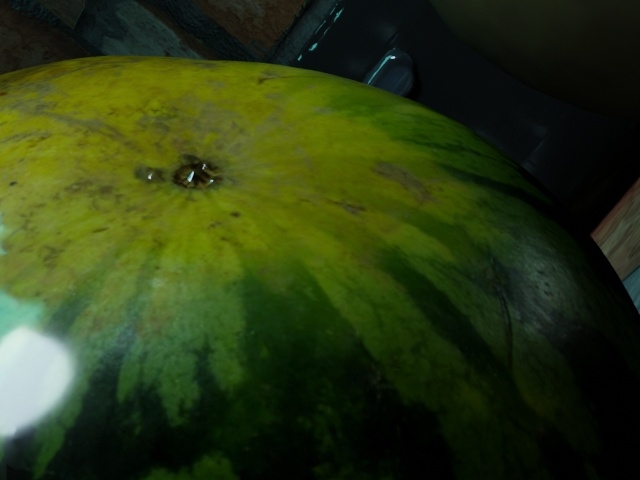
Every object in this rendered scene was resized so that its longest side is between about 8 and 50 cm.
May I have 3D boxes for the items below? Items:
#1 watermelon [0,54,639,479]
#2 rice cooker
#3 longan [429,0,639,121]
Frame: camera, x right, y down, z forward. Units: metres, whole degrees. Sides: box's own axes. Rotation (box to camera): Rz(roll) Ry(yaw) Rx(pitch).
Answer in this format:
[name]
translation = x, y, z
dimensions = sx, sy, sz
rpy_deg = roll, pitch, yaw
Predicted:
[watermelon]
translation = -0.035, 0.077, 0.503
dimensions = 0.269, 0.269, 0.269
rpy_deg = -52, 1, 2
[rice cooker]
translation = 0.109, -0.108, 1.281
dimensions = 0.267, 0.224, 0.267
rpy_deg = -51, 3, 4
[longan]
translation = 0.173, -0.211, 0.880
dimensions = 0.319, 0.319, 0.319
rpy_deg = -52, 1, 2
